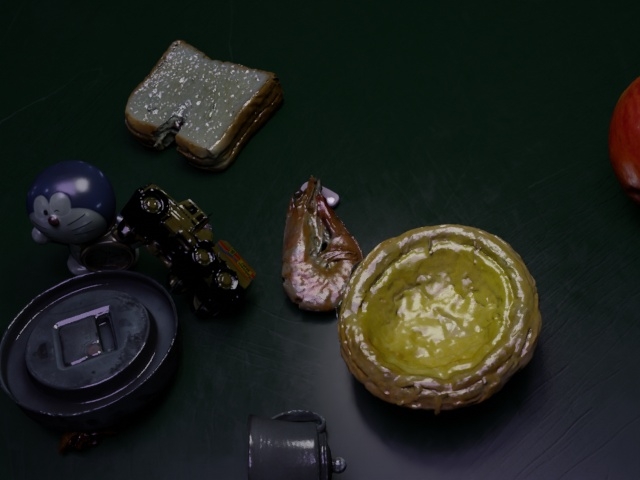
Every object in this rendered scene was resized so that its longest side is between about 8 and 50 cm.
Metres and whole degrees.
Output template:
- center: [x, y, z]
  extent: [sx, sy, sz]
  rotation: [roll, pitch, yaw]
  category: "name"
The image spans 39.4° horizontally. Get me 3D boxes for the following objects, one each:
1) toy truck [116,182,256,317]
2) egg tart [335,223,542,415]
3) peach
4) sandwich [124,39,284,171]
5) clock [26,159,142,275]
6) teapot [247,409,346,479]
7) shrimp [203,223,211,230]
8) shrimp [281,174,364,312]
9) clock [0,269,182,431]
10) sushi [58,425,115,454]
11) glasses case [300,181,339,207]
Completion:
- center: [-0.234, 0.007, 1.583]
  extent: [0.257, 0.127, 0.127]
  rotation: [43, 52, -6]
  category: "toy truck"
- center: [0.191, 0.137, 1.462]
  extent: [0.345, 0.132, 0.345]
  rotation: [-5, 54, 7]
  category: "egg tart"
- center: [0.633, -0.172, 1.534]
  extent: [0.281, 0.238, 0.281]
  rotation: [2, 65, -5]
  category: "peach"
- center: [-0.255, -0.277, 1.866]
  extent: [0.273, 0.095, 0.249]
  rotation: [24, 66, 24]
  category: "sandwich"
- center: [-0.440, -0.038, 1.641]
  extent: [0.199, 0.243, 0.147]
  rotation: [-10, 52, 7]
  category: "clock"
- center: [-0.035, 0.338, 1.365]
  extent: [0.149, 0.162, 0.239]
  rotation: [-3, 25, -2]
  category: "teapot"
- center: [-0.246, -0.027, 1.729]
  extent: [0.092, 0.029, 0.038]
  rotation: [21, 53, 17]
  category: "shrimp"
- center: [0.000, 0.000, 1.640]
  extent: [0.154, 0.062, 0.294]
  rotation: [-4, 62, -3]
  category: "shrimp"
- center: [-0.397, 0.186, 1.551]
  extent: [0.318, 0.066, 0.319]
  rotation: [-5, 44, 5]
  category: "clock"
- center: [-0.397, 0.326, 1.495]
  extent: [0.099, 0.050, 0.047]
  rotation: [-23, 59, 9]
  category: "sushi"
- center: [-0.001, -0.088, 1.726]
  extent: [0.083, 0.021, 0.032]
  rotation: [26, 64, 26]
  category: "glasses case"
